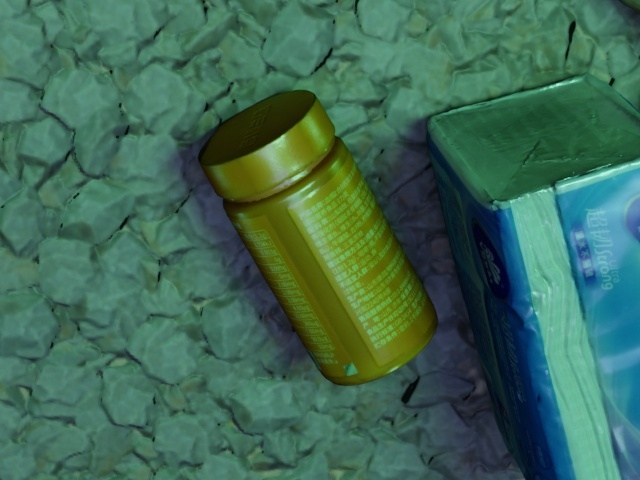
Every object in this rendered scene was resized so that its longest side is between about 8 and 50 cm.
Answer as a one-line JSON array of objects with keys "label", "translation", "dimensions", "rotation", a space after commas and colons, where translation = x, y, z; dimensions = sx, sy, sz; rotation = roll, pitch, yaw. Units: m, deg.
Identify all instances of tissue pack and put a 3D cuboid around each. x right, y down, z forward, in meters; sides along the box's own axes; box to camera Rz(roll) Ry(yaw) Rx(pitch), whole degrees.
[{"label": "tissue pack", "translation": [0.180, 0.043, 1.222], "dimensions": [0.146, 0.198, 0.263], "rotation": [-16, 112, -3]}]

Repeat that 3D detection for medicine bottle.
[{"label": "medicine bottle", "translation": [0.000, 0.000, 1.239], "dimensions": [0.096, 0.096, 0.192], "rotation": [-28, 111, 5]}]

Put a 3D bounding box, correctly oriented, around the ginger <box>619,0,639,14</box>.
[{"label": "ginger", "translation": [0.289, -0.140, 1.204], "dimensions": [0.275, 0.130, 0.221], "rotation": [33, 113, -11]}]
